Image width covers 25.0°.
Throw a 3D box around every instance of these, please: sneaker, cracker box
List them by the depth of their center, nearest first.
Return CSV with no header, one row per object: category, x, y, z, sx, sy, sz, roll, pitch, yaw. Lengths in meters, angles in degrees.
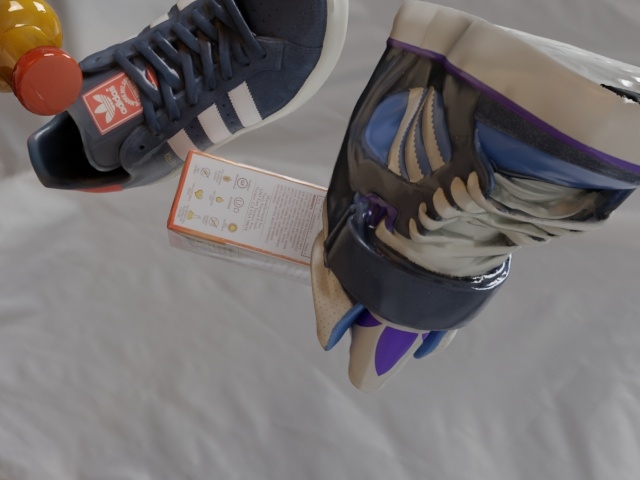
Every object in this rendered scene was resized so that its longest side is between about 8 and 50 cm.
sneaker,0.088,-0.004,0.828,0.130,0.323,0.236,13,102,-20
cracker box,0.000,0.000,1.125,0.156,0.232,0.067,137,-30,-82
sneaker,-0.119,-0.127,1.155,0.148,0.131,0.350,-18,166,-43

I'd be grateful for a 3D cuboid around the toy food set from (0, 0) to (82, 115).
toy food set,-0.085,-0.167,0.506,0.111,0.104,0.232,28,99,-43
